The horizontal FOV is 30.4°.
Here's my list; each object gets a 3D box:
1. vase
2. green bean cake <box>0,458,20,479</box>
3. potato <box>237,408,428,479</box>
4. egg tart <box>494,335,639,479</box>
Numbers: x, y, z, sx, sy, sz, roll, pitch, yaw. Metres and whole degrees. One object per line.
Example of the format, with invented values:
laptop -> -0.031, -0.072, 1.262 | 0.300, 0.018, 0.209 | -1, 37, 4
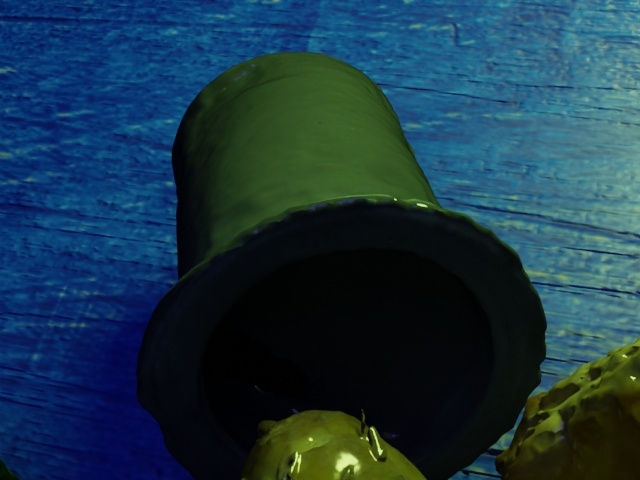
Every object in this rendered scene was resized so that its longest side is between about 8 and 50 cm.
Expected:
vase -> 0.000, 0.000, 0.807 | 0.245, 0.245, 0.291 | -16, 35, 3
green bean cake -> -0.331, 0.177, 0.809 | 0.193, 0.208, 0.107 | -41, 55, -17
potato -> 0.038, 0.236, 0.657 | 0.140, 0.173, 0.300 | -18, 91, 20
egg tart -> 0.233, 0.206, 0.646 | 0.129, 0.341, 0.341 | 4, 46, -35
